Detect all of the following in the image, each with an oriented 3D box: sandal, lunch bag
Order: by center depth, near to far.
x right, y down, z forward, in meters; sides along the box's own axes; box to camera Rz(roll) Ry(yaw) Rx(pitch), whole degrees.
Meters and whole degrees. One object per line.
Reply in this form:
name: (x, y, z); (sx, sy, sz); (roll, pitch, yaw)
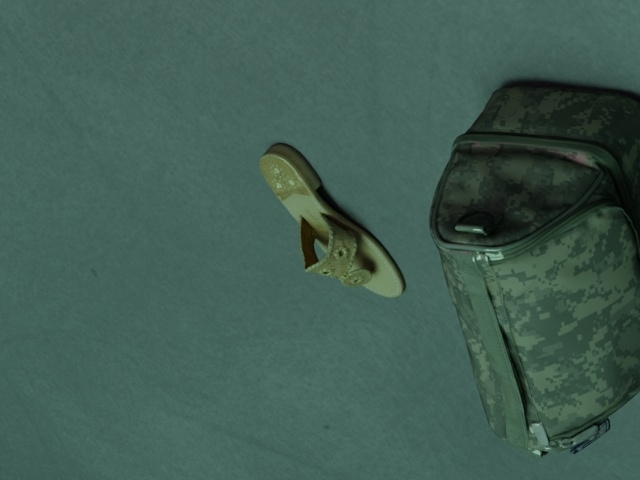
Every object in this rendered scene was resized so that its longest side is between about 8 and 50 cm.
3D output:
lunch bag: (0.232, 0.034, 1.911); (0.212, 0.256, 0.305); (11, 136, 35)
sandal: (-0.004, 0.001, 2.243); (0.240, 0.079, 0.088); (51, 144, -15)
